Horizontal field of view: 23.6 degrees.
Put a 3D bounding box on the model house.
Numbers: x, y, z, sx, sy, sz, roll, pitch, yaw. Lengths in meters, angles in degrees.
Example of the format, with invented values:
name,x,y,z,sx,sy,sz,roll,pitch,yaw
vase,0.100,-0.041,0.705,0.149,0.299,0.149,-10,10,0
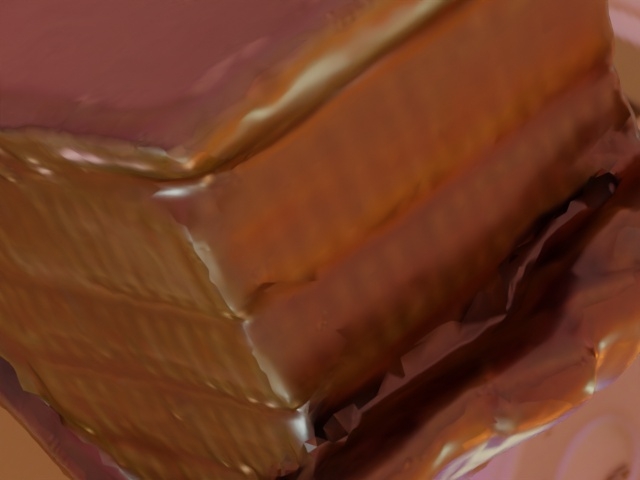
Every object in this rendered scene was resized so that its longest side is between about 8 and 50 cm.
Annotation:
name,x,y,z,sx,sy,sz,roll,pitch,yaw
model house,0.000,-0.001,0.478,0.199,0.220,0.229,-39,-52,-24
